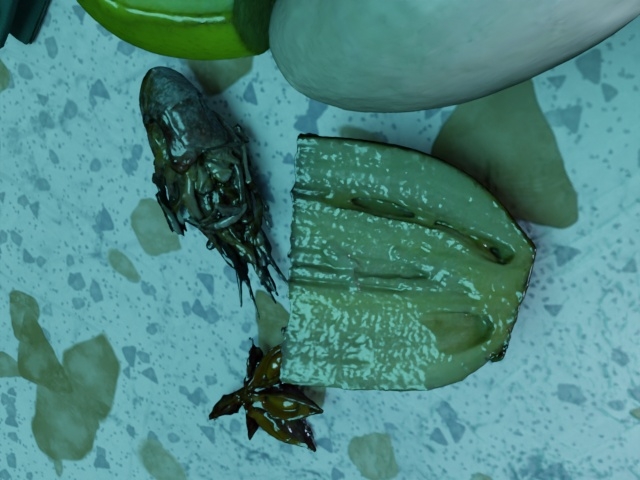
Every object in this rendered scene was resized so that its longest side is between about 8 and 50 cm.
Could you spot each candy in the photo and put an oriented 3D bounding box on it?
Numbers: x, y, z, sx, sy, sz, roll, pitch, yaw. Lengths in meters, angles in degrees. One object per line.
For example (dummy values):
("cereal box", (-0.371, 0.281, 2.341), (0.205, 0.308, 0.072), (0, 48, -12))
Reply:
("candy", (0.140, -0.226, 0.820), (0.427, 0.386, 0.186), (-13, 106, 52))

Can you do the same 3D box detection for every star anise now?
("star anise", (-0.060, 0.218, 1.271), (0.157, 0.053, 0.212), (40, 120, 14))

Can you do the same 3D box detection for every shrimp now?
("shrimp", (-0.127, -0.059, 1.180), (0.145, 0.116, 0.343), (-19, 100, 57))

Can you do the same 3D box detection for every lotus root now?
("lotus root", (0.097, 0.024, 1.052), (0.260, 0.149, 0.267), (4, 94, 3))

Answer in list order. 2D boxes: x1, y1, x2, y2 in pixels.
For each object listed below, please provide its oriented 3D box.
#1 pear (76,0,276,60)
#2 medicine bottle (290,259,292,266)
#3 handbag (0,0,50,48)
("pear", (-0.123, -0.340, 0.973), (0.239, 0.318, 0.342), (5, 87, 12))
("medicine bottle", (0.000, 0.000, 1.161), (0.052, 0.052, 0.089), (38, 121, 15))
("handbag", (-0.455, -0.431, 1.255), (0.269, 0.100, 0.274), (44, 122, 9))
